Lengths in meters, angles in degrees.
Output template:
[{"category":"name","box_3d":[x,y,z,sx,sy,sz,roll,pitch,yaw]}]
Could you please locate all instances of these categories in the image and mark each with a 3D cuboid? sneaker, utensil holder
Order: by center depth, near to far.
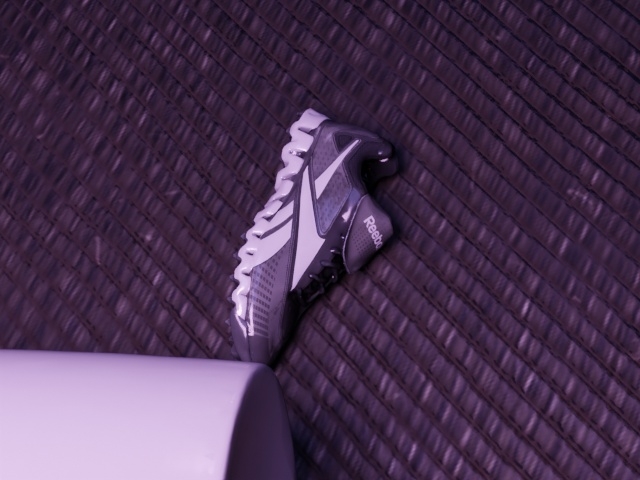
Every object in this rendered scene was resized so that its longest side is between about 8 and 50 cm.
[{"category":"utensil holder","box_3d":[-0.228,0.226,1.273,0.386,0.327,0.327,0,61,10]},{"category":"sneaker","box_3d":[0.000,0.000,1.495,0.106,0.078,0.234,10,61,19]}]
